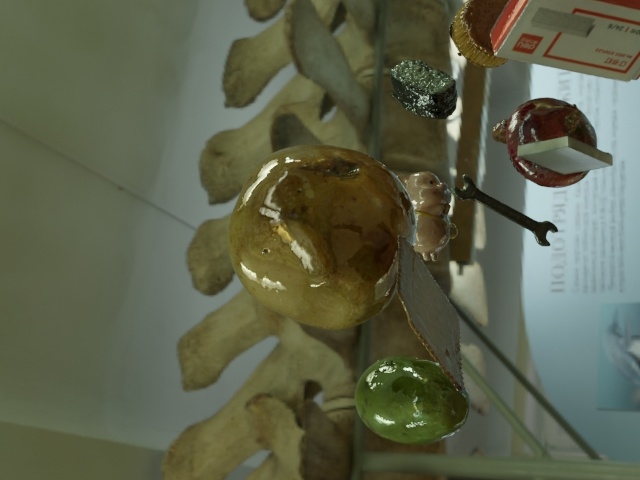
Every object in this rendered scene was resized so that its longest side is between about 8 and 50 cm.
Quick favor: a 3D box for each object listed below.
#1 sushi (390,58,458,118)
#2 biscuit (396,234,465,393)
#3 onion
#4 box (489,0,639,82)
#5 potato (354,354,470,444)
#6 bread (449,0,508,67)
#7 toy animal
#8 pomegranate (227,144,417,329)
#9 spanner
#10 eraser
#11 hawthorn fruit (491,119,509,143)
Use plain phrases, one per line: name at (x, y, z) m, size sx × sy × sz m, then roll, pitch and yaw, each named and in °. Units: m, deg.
sushi at (0.309, -0.446, 2.513) m, size 0.124 × 0.225 × 0.127 m, roll -38°, pitch -39°, yaw -23°
biscuit at (0.197, 0.127, 1.500) m, size 0.237 × 0.013 × 0.232 m, roll 53°, pitch -155°, yaw -25°
onion at (0.575, -0.251, 2.081) m, size 0.161 × 0.248 × 0.248 m, roll 69°, pitch -152°, yaw -65°
box at (0.355, -0.287, 1.124) m, size 0.230 × 0.123 × 0.050 m, roll 7°, pitch -127°, yaw -17°
potato at (0.209, 0.371, 1.938) m, size 0.216 × 0.304 × 0.215 m, roll -6°, pitch -80°, yaw -37°
bread at (0.435, -0.542, 2.121) m, size 0.199 × 0.104 × 0.199 m, roll 3°, pitch -102°, yaw -14°
toy animal at (0.294, -0.067, 2.304) m, size 0.165 × 0.149 × 0.248 m, roll 12°, pitch -113°, yaw -63°
pomegranate at (0.000, 0.000, 1.778) m, size 0.417 × 0.417 × 0.416 m, roll 11°, pitch -103°, yaw -57°
spanner at (0.355, -0.056, 1.601) m, size 0.255 × 0.015 × 0.054 m, roll 25°, pitch -101°, yaw -22°
eraser at (0.436, -0.150, 1.486) m, size 0.150 × 0.104 × 0.023 m, roll 12°, pitch -103°, yaw -41°
hawthorn fruit at (0.507, -0.309, 2.262) m, size 0.066 × 0.067 × 0.103 m, roll -55°, pitch -10°, yaw -46°
